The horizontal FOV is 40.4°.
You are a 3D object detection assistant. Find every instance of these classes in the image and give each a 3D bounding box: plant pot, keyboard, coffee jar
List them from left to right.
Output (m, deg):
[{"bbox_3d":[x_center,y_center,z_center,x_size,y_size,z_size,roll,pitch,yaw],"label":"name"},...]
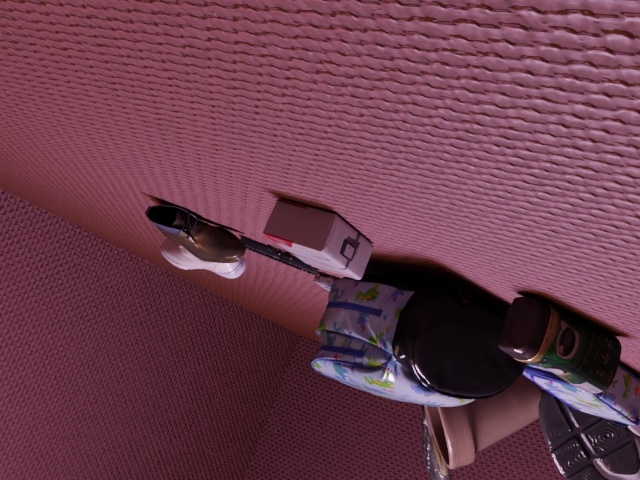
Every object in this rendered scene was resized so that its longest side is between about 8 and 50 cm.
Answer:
[{"bbox_3d":[-0.089,0.036,1.865,0.180,0.023,0.108,21,170,1],"label":"keyboard"},{"bbox_3d":[0.346,0.335,1.872,0.229,0.263,0.263,-15,171,-3],"label":"plant pot"},{"bbox_3d":[0.356,0.155,1.303,0.184,0.096,0.079,26,167,-22],"label":"coffee jar"}]

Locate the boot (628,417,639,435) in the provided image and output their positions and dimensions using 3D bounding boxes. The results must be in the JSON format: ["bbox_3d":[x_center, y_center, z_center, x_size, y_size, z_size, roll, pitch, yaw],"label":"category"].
[{"bbox_3d":[0.666,0.358,1.768,0.258,0.095,0.123,33,176,-21],"label":"boot"}]

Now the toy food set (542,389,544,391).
[{"bbox_3d":[0.540,0.352,2.083,0.219,0.092,0.306,19,179,18],"label":"toy food set"}]

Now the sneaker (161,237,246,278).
[{"bbox_3d":[-0.290,0.017,2.075,0.258,0.094,0.091,10,147,35],"label":"sneaker"}]

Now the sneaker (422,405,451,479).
[{"bbox_3d":[0.339,0.402,2.097,0.182,0.410,0.158,2,133,11],"label":"sneaker"}]

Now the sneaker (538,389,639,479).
[{"bbox_3d":[0.618,0.442,1.876,0.447,0.169,0.257,50,-161,-8],"label":"sneaker"}]

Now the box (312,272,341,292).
[{"bbox_3d":[0.054,0.112,1.955,0.094,0.027,0.137,15,168,30],"label":"box"}]

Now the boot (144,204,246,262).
[{"bbox_3d":[-0.265,-0.013,1.808,0.219,0.082,0.106,20,173,22],"label":"boot"}]

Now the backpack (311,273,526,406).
[{"bbox_3d":[0.141,0.173,1.537,0.290,0.273,0.355,21,-174,-37],"label":"backpack"}]

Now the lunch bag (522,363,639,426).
[{"bbox_3d":[0.492,0.264,1.621,0.219,0.090,0.176,33,167,-37],"label":"lunch bag"}]

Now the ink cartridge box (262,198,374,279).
[{"bbox_3d":[0.000,0.000,1.331,0.109,0.063,0.150,16,170,30],"label":"ink cartridge box"}]
